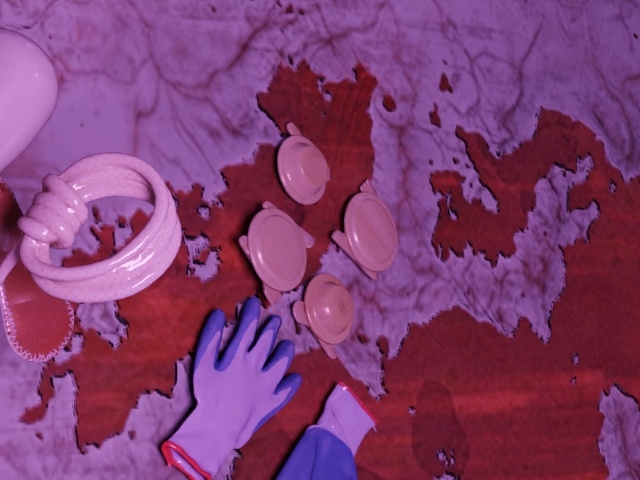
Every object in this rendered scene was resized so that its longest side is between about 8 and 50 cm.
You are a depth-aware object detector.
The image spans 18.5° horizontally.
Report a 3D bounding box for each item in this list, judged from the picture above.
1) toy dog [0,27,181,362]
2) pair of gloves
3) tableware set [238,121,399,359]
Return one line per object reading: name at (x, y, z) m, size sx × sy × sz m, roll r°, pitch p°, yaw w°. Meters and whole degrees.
toy dog at (-0.239, 0.053, 1.157) m, size 0.334 × 0.161 × 0.220 m, roll -43°, pitch 69°, yaw -13°
pair of gloves at (-0.032, 0.145, 1.433) m, size 0.198 × 0.023 × 0.159 m, roll 48°, pitch 50°, yaw -24°
tableware set at (0.000, 0.000, 1.506) m, size 0.141 × 0.020 × 0.168 m, roll 50°, pitch 45°, yaw -28°
